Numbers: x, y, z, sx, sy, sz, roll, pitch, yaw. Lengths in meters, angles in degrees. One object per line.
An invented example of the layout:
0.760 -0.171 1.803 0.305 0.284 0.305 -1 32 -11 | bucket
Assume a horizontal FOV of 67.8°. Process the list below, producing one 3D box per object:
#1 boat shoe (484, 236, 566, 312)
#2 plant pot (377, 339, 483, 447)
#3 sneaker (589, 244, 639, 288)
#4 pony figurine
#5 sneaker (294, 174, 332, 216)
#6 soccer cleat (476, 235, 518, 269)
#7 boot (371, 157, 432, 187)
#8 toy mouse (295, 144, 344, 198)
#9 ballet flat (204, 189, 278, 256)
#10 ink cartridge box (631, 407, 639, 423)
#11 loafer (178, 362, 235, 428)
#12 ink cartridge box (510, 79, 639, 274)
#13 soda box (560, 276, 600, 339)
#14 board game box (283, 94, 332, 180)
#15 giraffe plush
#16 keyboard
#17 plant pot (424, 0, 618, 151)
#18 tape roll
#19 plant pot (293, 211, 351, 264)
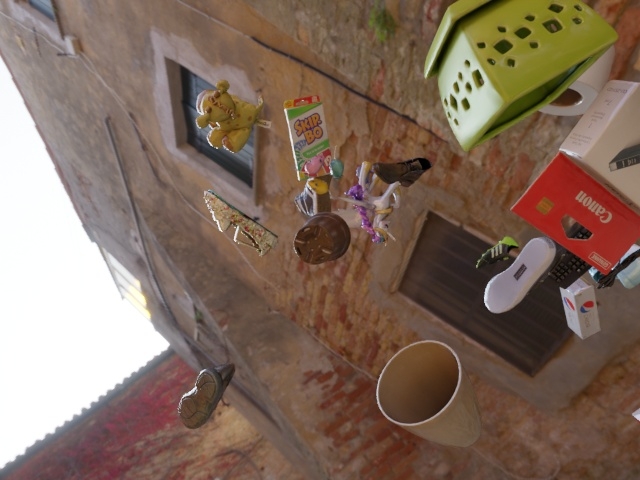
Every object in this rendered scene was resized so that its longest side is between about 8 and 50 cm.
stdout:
0.439 0.076 1.022 0.076 0.080 0.228 -1 -45 -24 | boat shoe
0.341 0.466 1.354 0.256 0.256 0.274 -49 -61 -12 | plant pot
0.935 0.055 1.603 0.150 0.135 0.366 -52 12 7 | sneaker
0.215 -0.175 2.205 0.302 0.351 0.363 91 -164 -70 | pony figurine
-0.031 -0.230 2.002 0.099 0.153 0.282 -8 -76 -37 | sneaker
0.687 0.058 1.852 0.179 0.072 0.060 -41 -34 3 | soccer cleat
0.250 -0.226 1.453 0.106 0.082 0.219 -34 -21 34 | boot
0.016 -0.191 1.292 0.161 0.031 0.143 19 -67 -36 | toy mouse
-0.219 -0.039 1.266 0.077 0.241 0.091 -58 16 -11 | ballet flat
0.833 0.459 1.003 0.272 0.309 0.130 -42 10 9 | ink cartridge box
-0.300 0.420 1.283 0.084 0.096 0.267 -22 -26 -49 | loafer
0.525 -0.085 0.832 0.296 0.066 0.261 27 -75 -23 | ink cartridge box
0.825 0.211 1.512 0.069 0.074 0.216 -29 -58 2 | soda box
-0.037 -0.336 1.565 0.124 0.039 0.259 -15 -74 -13 | board game box
-0.267 -0.348 1.305 0.171 0.210 0.181 16 -102 -57 | giraffe plush
0.746 0.013 1.242 0.317 0.202 0.033 -53 3 27 | keyboard
0.328 -0.330 0.859 0.228 0.207 0.227 -30 -9 -5 | plant pot
0.800 -0.538 1.548 0.169 0.246 0.246 -71 -22 -7 | tape roll
0.000 0.000 1.498 0.166 0.167 0.165 -60 -7 14 | plant pot
